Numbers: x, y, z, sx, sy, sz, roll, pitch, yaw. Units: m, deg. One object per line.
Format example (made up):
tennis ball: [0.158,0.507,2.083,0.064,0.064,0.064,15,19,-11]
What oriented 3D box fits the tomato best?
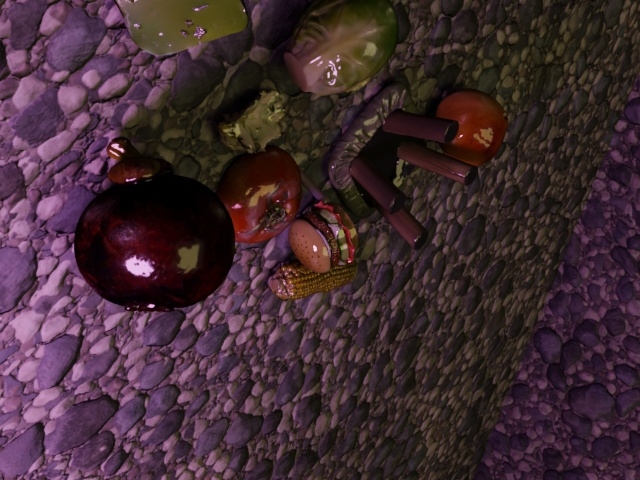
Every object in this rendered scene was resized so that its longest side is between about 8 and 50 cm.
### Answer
tomato: [-0.120,-0.089,1.961,0.237,0.095,0.237,-34,142,-32]

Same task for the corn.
corn: [-0.010,0.092,2.271,0.320,0.097,0.097,-8,124,-52]

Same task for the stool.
stool: [0.209,-0.182,2.201,0.310,0.226,0.310,-53,149,-7]

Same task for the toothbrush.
toothbrush: [0.010,-0.102,2.184,0.024,0.029,0.354,-66,149,-12]

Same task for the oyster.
oyster: [-0.141,-0.241,1.839,0.209,0.072,0.133,-57,147,-41]

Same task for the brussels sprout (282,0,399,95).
brussels sprout: [0.045,-0.404,1.805,0.244,0.244,0.244,-33,141,-33]

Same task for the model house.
model house: [-0.256,-0.474,1.447,0.207,0.154,0.294,-15,136,13]

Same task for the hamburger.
hamburger: [0.000,-0.002,2.136,0.137,0.175,0.175,-31,140,-25]

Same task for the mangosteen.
mangosteen: [-0.298,-0.011,1.625,0.297,0.297,0.293,58,31,-55]

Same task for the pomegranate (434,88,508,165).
pomegranate: [0.401,-0.299,2.377,0.209,0.209,0.209,-33,141,-33]
